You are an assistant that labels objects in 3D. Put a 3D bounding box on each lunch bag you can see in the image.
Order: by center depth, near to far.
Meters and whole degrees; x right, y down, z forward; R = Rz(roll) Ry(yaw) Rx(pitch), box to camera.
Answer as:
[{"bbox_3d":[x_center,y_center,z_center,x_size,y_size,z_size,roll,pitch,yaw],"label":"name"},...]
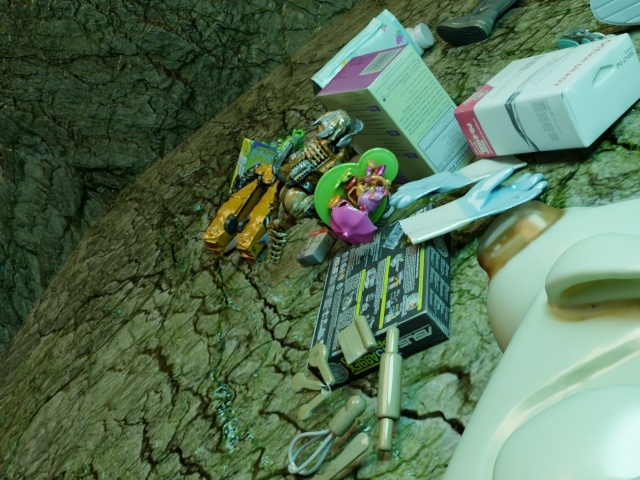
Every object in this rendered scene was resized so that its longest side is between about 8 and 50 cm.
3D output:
[{"bbox_3d":[0.112,-0.328,1.461,0.223,0.262,0.160,-42,46,-2],"label":"lunch bag"}]

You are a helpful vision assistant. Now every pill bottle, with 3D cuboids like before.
[{"bbox_3d":[0.231,-0.533,1.901,0.160,0.087,0.087,-24,29,38],"label":"pill bottle"}]

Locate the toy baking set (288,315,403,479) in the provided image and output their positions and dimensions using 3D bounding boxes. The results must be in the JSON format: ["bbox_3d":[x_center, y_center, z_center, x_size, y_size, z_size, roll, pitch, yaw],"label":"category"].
[{"bbox_3d":[0.030,0.227,0.906,0.196,0.030,0.256,-28,44,38],"label":"toy baking set"}]

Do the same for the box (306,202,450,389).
[{"bbox_3d":[0.096,0.081,1.064,0.216,0.060,0.270,-30,26,27],"label":"box"}]

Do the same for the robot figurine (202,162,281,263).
[{"bbox_3d":[-0.154,-0.080,1.684,0.211,0.085,0.291,12,52,30],"label":"robot figurine"}]

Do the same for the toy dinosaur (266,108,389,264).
[{"bbox_3d":[-0.010,-0.093,1.283,0.322,0.218,0.164,-41,43,43],"label":"toy dinosaur"}]

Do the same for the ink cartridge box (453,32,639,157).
[{"bbox_3d":[0.359,-0.223,1.084,0.172,0.100,0.237,-40,20,-21],"label":"ink cartridge box"}]

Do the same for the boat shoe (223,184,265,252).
[{"bbox_3d":[-0.196,-0.085,1.807,0.267,0.088,0.096,-47,23,-11],"label":"boat shoe"}]

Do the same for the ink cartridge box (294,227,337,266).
[{"bbox_3d":[0.000,0.000,1.407,0.062,0.029,0.115,-14,36,51],"label":"ink cartridge box"}]

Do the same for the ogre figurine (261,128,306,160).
[{"bbox_3d":[-0.129,-0.255,1.997,0.197,0.097,0.118,4,38,46],"label":"ogre figurine"}]

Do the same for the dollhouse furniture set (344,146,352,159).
[{"bbox_3d":[0.110,-0.287,1.706,0.160,0.101,0.182,2,43,26],"label":"dollhouse furniture set"}]

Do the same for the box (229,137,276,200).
[{"bbox_3d":[-0.188,-0.181,1.876,0.043,0.105,0.179,21,97,34],"label":"box"}]

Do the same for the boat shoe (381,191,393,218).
[{"bbox_3d":[0.113,-0.084,1.358,0.046,0.038,0.125,-37,23,15],"label":"boat shoe"}]

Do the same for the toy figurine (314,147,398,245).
[{"bbox_3d":[0.071,-0.061,1.135,0.173,0.130,0.159,-47,17,15],"label":"toy figurine"}]

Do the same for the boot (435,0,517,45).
[{"bbox_3d":[0.410,-0.585,1.714,0.189,0.076,0.208,19,70,49],"label":"boot"}]

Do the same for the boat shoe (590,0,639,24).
[{"bbox_3d":[0.605,-0.441,1.126,0.302,0.109,0.094,-12,21,37],"label":"boat shoe"}]

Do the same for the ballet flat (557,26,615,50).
[{"bbox_3d":[0.475,-0.335,1.180,0.070,0.070,0.188,-38,26,11],"label":"ballet flat"}]

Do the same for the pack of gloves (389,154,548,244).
[{"bbox_3d":[0.223,-0.090,1.079,0.232,0.046,0.195,-20,27,0],"label":"pack of gloves"}]

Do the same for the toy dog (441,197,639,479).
[{"bbox_3d":[0.240,0.130,0.529,0.395,0.284,0.408,-49,13,38],"label":"toy dog"}]

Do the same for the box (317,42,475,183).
[{"bbox_3d":[0.148,-0.229,1.289,0.117,0.243,0.213,-48,23,-12],"label":"box"}]
